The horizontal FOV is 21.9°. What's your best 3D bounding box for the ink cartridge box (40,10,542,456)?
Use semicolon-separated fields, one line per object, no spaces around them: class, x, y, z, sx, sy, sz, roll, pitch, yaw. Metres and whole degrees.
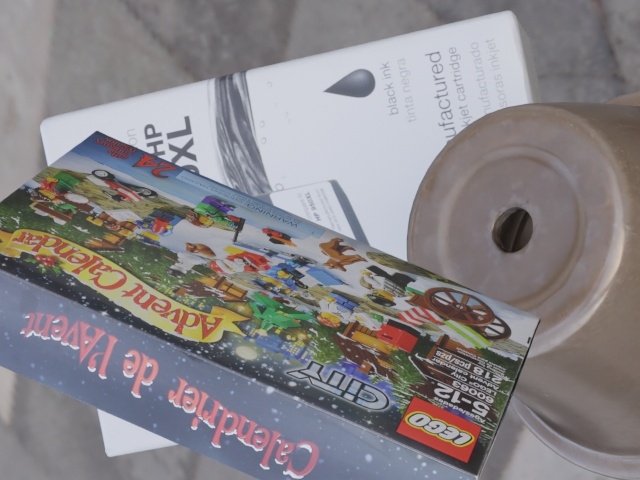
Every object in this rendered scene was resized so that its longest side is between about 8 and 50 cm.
ink cartridge box;0.000;0.000;1.354;0.166;0.394;0.286;0;-101;-79

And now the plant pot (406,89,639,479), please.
plant pot;0.177;0.012;1.021;0.263;0.229;0.263;-11;72;35

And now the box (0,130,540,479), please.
box;-0.030;0.036;0.721;0.233;0.159;0.044;23;115;7
